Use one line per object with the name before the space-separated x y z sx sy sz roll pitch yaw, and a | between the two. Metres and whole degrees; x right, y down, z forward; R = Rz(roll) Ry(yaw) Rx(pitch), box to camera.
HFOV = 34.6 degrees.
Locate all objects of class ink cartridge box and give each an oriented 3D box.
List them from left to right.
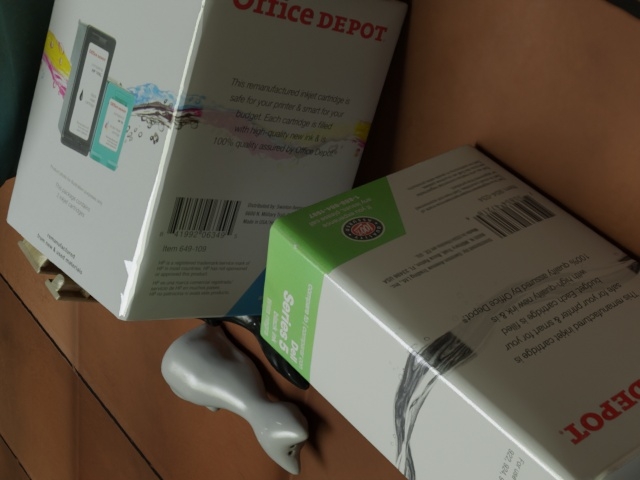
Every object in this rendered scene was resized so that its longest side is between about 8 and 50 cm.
ink cartridge box | -0.095 -0.100 0.825 0.197 0.198 0.270 31 110 41
ink cartridge box | 0.120 0.070 0.695 0.273 0.198 0.114 41 138 34

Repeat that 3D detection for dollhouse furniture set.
dollhouse furniture set | -0.282 0.008 1.369 0.151 0.123 0.144 -47 66 16

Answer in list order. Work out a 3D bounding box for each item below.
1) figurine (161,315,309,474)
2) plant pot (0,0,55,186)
figurine | -0.079 0.130 1.113 0.209 0.092 0.214 34 135 34
plant pot | -0.277 -0.214 0.962 0.341 0.334 0.341 31 132 43
